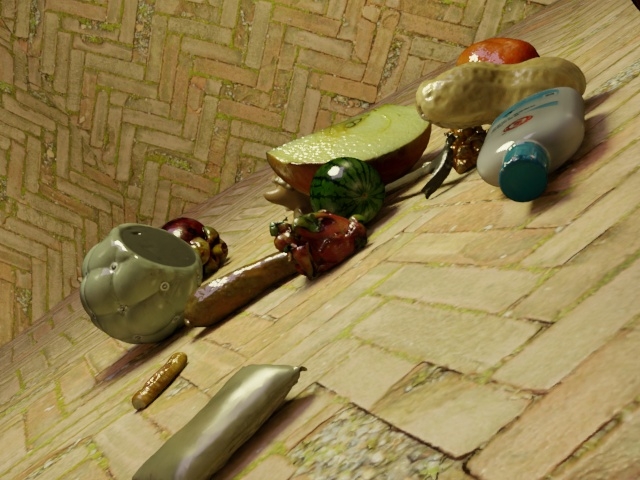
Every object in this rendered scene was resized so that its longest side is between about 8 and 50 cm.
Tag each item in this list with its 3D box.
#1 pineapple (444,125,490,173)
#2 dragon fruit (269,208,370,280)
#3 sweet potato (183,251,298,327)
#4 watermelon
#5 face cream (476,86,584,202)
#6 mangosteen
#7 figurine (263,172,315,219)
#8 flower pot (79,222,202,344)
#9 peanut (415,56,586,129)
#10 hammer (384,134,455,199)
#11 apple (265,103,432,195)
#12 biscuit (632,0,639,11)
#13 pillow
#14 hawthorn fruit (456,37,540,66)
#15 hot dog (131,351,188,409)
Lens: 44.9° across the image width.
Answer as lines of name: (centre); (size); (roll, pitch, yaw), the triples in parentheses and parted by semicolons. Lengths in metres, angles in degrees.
pineapple: (0.289, -0.172, 1.407); (0.114, 0.077, 0.114); (-11, 56, 34)
dragon fruit: (0.000, 0.000, 1.328); (0.138, 0.175, 0.142); (-33, 44, 40)
sweet potato: (-0.131, 0.079, 1.423); (0.274, 0.075, 0.075); (-28, 11, -1)
watermelon: (0.041, -0.086, 1.471); (0.141, 0.140, 0.187); (-37, 15, -21)
face cream: (0.307, -0.140, 1.134); (0.163, 0.080, 0.336); (-26, 13, 27)
mangosteen: (-0.324, 0.026, 1.948); (0.200, 0.199, 0.200); (-31, 11, 7)
figurine: (-0.051, -0.137, 1.835); (0.173, 0.177, 0.247); (2, 39, 38)
flower pot: (-0.361, 0.089, 1.558); (0.195, 0.246, 0.246); (-62, 0, 21)
peanut: (0.311, -0.250, 1.347); (0.291, 0.130, 0.130); (-1, 18, 9)
hammer: (0.150, -0.106, 1.472); (0.297, 0.027, 0.125); (-24, 39, 56)
apple: (0.075, -0.178, 1.634); (0.346, 0.179, 0.254); (-21, -14, -16)
biscuit: (0.767, -0.614, 1.852); (0.070, 0.106, 0.252); (-29, 11, 25)
pillow: (-0.111, 0.205, 0.857); (0.208, 0.053, 0.119); (-43, 13, -32)
hawthorn fruit: (0.360, -0.322, 1.548); (0.189, 0.189, 0.189); (-31, 11, 7)
hot dog: (-0.255, 0.221, 1.244); (0.044, 0.028, 0.137); (-16, 17, 33)
